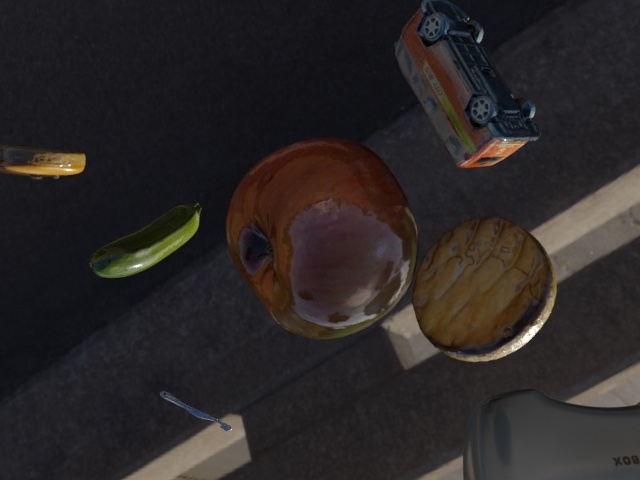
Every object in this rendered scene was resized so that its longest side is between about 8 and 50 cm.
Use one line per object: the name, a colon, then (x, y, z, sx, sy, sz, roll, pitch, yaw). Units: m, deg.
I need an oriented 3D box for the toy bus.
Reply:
toy bus: (0.210, -0.236, 1.021, 0.121, 0.265, 0.120, -9, 156, -42)

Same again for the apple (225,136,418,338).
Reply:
apple: (0.000, 0.000, 0.686, 0.164, 0.209, 0.209, -17, 143, -39)

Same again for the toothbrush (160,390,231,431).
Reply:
toothbrush: (-0.243, 0.335, 1.324, 0.162, 0.014, 0.017, 35, 125, -18)

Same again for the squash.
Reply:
squash: (-0.285, 0.002, 1.148, 0.258, 0.069, 0.069, -37, 158, -49)

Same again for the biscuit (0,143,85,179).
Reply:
biscuit: (-0.455, -0.119, 1.030, 0.170, 0.170, 0.050, 3, 97, -25)

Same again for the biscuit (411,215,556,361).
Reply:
biscuit: (0.322, 0.098, 1.339, 0.296, 0.296, 0.102, -39, 136, 18)

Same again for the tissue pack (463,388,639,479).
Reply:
tissue pack: (0.337, 0.300, 0.764, 0.332, 0.236, 0.229, -4, 147, 1)
